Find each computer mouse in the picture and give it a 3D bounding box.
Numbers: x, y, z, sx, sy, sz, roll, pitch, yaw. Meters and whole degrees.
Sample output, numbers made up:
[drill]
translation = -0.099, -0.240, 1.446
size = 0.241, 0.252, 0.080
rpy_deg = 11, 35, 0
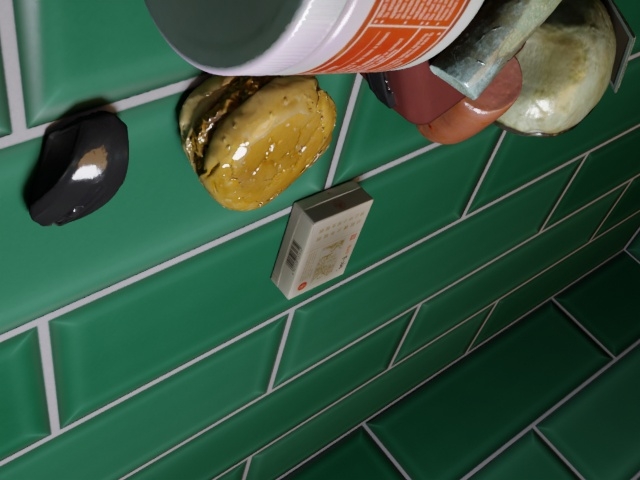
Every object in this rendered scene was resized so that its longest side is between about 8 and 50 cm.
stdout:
[computer mouse]
translation = -0.265, -0.068, 0.879
size = 0.099, 0.057, 0.172
rpy_deg = -7, 141, -54

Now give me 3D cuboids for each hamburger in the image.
[hamburger]
translation = -0.079, -0.136, 0.994
size = 0.213, 0.108, 0.214
rpy_deg = -37, 159, -16

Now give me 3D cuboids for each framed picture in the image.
[framed picture]
translation = 0.488, -0.367, 1.360
size = 0.011, 0.183, 0.142
rpy_deg = -15, 152, -1

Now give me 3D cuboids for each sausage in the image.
[sausage]
translation = 0.221, -0.214, 1.224
size = 0.113, 0.113, 0.259
rpy_deg = -38, -179, -8

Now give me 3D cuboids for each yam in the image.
[yam]
translation = 0.203, -0.239, 0.892
size = 0.169, 0.068, 0.068
rpy_deg = -48, 154, 14

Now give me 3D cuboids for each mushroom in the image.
[mushroom]
translation = 0.381, -0.304, 1.283
size = 0.267, 0.189, 0.164
rpy_deg = -34, 150, -19

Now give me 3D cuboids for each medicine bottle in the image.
[medicine bottle]
translation = -0.001, -0.276, 0.702
size = 0.240, 0.252, 0.252
rpy_deg = -15, 144, -46

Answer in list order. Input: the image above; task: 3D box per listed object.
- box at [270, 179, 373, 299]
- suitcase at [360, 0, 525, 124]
[box]
translation = 0.000, 0.000, 1.369
size = 0.141, 0.058, 0.201
rpy_deg = -24, 149, -34
[suitcase]
translation = 0.139, -0.303, 0.971
size = 0.236, 0.161, 0.297
rpy_deg = -39, 156, -5
